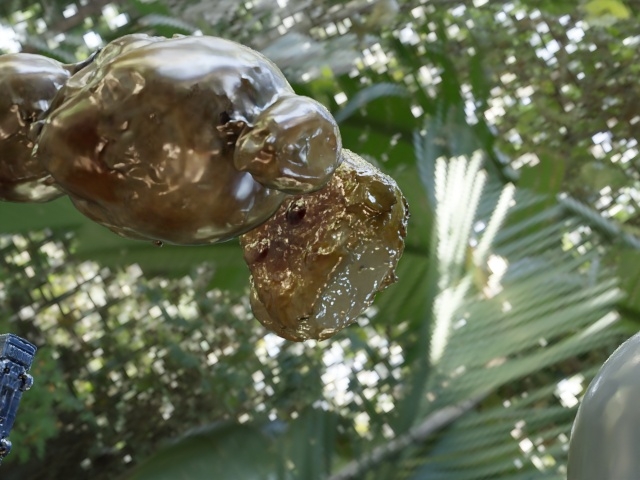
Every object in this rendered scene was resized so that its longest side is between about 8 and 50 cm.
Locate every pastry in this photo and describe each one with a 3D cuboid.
[{"bbox_3d":[0.000,0.000,1.328,0.229,0.100,0.218,-27,-129,32],"label":"pastry"}]

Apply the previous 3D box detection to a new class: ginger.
[{"bbox_3d":[-0.126,-0.076,0.958,0.375,0.256,0.176,13,-79,56],"label":"ginger"}]

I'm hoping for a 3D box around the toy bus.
[{"bbox_3d":[-0.358,0.184,1.330,0.065,0.166,0.047,-12,-35,40],"label":"toy bus"}]

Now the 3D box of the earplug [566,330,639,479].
[{"bbox_3d":[0.357,0.251,1.046,0.313,0.312,0.394,112,-13,-60],"label":"earplug"}]
